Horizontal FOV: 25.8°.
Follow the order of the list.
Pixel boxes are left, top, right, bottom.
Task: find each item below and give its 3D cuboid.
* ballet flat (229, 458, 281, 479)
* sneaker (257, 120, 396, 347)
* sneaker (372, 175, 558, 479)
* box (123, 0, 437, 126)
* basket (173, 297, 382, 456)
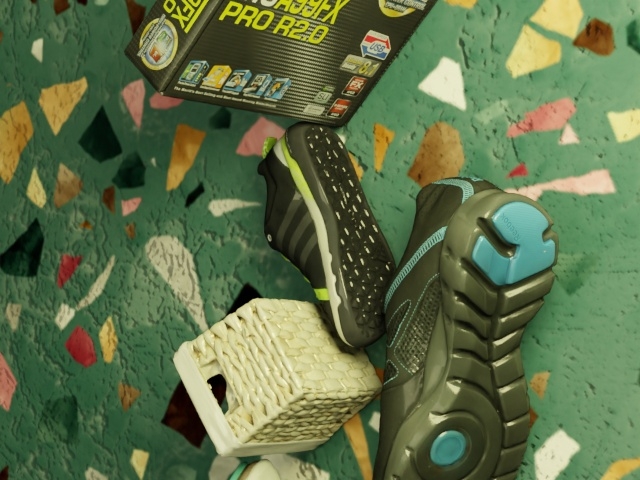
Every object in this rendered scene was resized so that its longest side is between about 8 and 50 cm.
[{"bbox_3d":[-0.083,0.397,1.348,0.139,0.139,0.400,33,112,31],"label":"ballet flat"},{"bbox_3d":[0.000,0.000,1.322,0.097,0.084,0.235,-33,63,38],"label":"sneaker"},{"bbox_3d":[0.113,0.110,1.230,0.139,0.125,0.341,37,115,59],"label":"sneaker"},{"bbox_3d":[-0.012,-0.210,1.211,0.060,0.270,0.216,50,115,27],"label":"box"},{"bbox_3d":[-0.034,0.124,1.283,0.103,0.167,0.113,-38,68,23],"label":"basket"}]
